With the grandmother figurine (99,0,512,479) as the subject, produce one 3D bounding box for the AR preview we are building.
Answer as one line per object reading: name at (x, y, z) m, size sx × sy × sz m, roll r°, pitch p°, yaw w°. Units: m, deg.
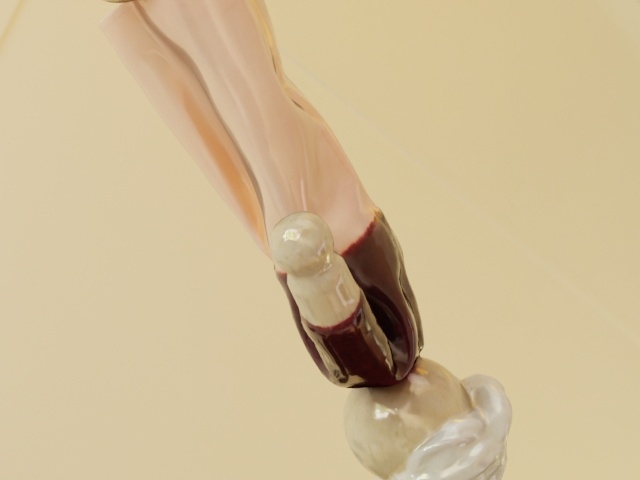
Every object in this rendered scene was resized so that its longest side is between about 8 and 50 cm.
grandmother figurine at (0.000, 0.000, 0.546) m, size 0.342 × 0.104 × 0.208 m, roll 63°, pitch -158°, yaw -11°
